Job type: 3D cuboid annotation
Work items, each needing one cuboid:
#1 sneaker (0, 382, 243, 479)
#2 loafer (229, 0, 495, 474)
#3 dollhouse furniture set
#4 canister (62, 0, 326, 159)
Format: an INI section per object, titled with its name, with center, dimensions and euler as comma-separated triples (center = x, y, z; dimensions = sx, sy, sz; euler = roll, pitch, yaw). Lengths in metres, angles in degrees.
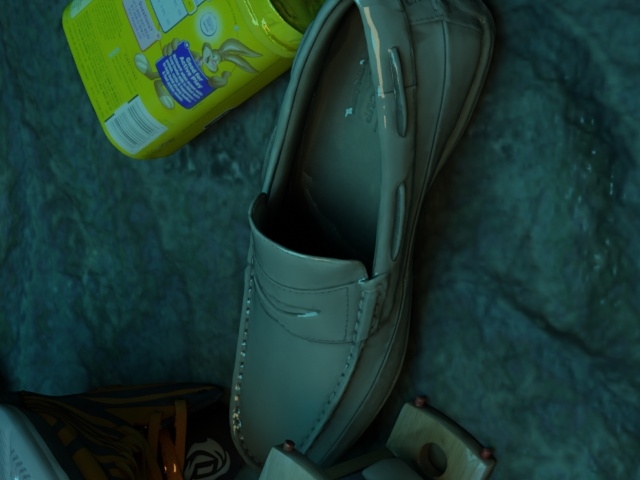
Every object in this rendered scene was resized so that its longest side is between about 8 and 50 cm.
[sneaker]
center = -0.119, 0.139, 0.814
dimensions = 0.321, 0.180, 0.124
euler = -159, 68, -64
[loafer]
center = 0.000, 0.000, 0.751
dimensions = 0.112, 0.111, 0.319
euler = 29, 115, 33
[dollhouse furniture set]
center = 0.059, 0.196, 0.725
dimensions = 0.184, 0.129, 0.129
euler = 37, 119, 31
[canister]
center = -0.074, -0.137, 0.816
dimensions = 0.170, 0.073, 0.126
euler = -30, 78, 40
